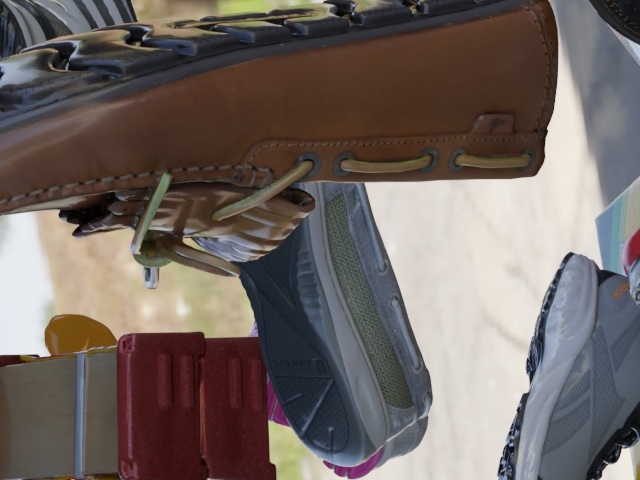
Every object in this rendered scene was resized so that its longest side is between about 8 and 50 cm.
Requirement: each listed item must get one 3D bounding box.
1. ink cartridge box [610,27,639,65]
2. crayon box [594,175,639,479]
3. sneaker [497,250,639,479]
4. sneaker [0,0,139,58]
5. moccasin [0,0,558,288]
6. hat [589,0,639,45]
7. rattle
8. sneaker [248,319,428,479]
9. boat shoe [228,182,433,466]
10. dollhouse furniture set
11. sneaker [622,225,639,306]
[{"bbox_3d":[0.361,-0.212,1.667,0.086,0.148,0.203,51,178,-12],"label":"ink cartridge box"},{"bbox_3d":[0.415,0.059,1.943,0.363,0.106,0.313,125,143,-65],"label":"crayon box"},{"bbox_3d":[0.191,0.137,1.367,0.100,0.108,0.271,98,-169,-64],"label":"sneaker"},{"bbox_3d":[-0.337,-0.180,1.627,0.257,0.447,0.169,-4,-69,-55],"label":"sneaker"},{"bbox_3d":[-0.048,-0.043,0.965,0.139,0.380,0.147,18,117,55],"label":"moccasin"},{"bbox_3d":[0.297,-0.246,1.104,0.134,0.331,0.331,123,139,-69],"label":"hat"},{"bbox_3d":[-0.158,0.166,1.648,0.130,0.143,0.200,-64,-33,-11],"label":"rattle"},{"bbox_3d":[0.014,0.157,1.919,0.252,0.111,0.103,42,119,41],"label":"sneaker"},{"bbox_3d":[0.002,0.001,1.344,0.118,0.103,0.320,-1,111,50],"label":"boat shoe"},{"bbox_3d":[-0.155,0.260,1.410,0.201,0.152,0.374,-8,79,41],"label":"dollhouse furniture set"},{"bbox_3d":[0.274,-0.035,1.300,0.107,0.279,0.118,-37,81,38],"label":"sneaker"}]
